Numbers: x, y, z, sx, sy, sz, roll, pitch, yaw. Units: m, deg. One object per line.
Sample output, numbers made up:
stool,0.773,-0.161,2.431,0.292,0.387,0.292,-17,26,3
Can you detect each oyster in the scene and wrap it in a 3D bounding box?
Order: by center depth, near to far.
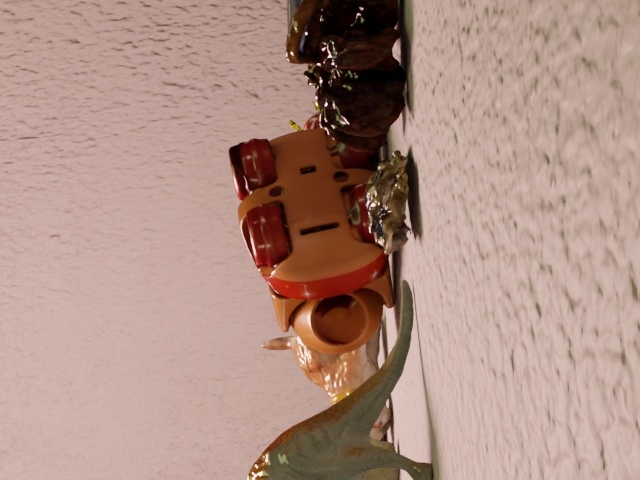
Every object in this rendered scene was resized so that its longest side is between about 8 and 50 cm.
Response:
oyster,0.071,-0.045,1.425,0.148,0.051,0.103,-47,-39,-78

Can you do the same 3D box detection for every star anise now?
star anise,0.026,-0.203,1.430,0.190,0.125,0.220,79,-176,-76

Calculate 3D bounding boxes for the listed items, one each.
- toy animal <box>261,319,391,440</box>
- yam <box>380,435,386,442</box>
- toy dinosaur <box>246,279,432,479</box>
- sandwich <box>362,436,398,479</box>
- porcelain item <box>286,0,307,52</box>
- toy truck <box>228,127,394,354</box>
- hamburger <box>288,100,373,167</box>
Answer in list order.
toy animal,0.013,0.213,1.935,0.104,0.184,0.185,0,-102,-67
yam,0.071,0.253,2.013,0.054,0.054,0.132,-103,9,-78
toy dinosaur,0.034,0.231,1.439,0.092,0.205,0.393,11,-86,-86
sandwich,0.072,0.315,1.845,0.105,0.093,0.036,46,-155,-37
porcelain item,0.016,-0.285,1.605,0.147,0.114,0.147,178,90,-87
toy truck,0.000,0.000,1.704,0.239,0.189,0.265,80,178,-48
hamburger,0.019,-0.110,1.881,0.210,0.116,0.173,-92,-3,-85
